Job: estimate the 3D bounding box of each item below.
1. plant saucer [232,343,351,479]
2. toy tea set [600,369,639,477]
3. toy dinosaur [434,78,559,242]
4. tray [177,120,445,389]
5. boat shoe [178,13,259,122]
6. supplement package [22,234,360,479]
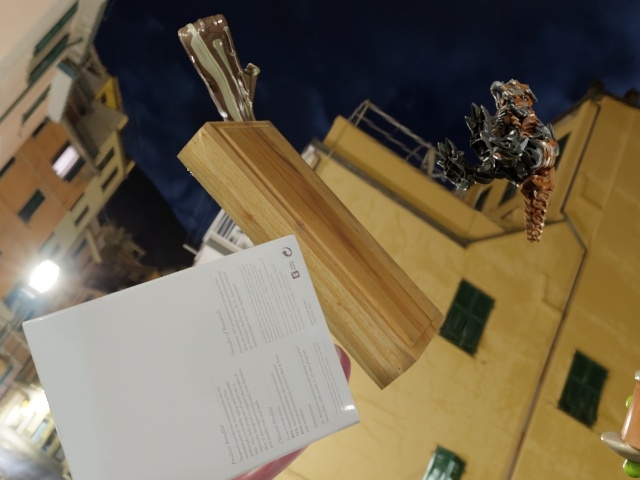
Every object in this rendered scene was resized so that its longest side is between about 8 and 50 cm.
[{"bbox_3d":[-0.096,0.284,1.190,0.084,0.332,0.332,49,-29,-12],"label":"plant saucer"},{"bbox_3d":[0.432,0.211,0.705,0.336,0.124,0.200,8,1,-5],"label":"toy tea set"},{"bbox_3d":[0.351,-0.160,1.265,0.218,0.322,0.164,3,-48,-20],"label":"toy dinosaur"},{"bbox_3d":[0.000,0.000,0.997,0.411,0.203,0.076,48,-69,7],"label":"tray"},{"bbox_3d":[-0.143,-0.268,1.214,0.095,0.095,0.257,52,-8,48],"label":"boat shoe"},{"bbox_3d":[-0.139,0.139,0.726,0.199,0.263,0.198,70,-22,3],"label":"supplement package"}]
